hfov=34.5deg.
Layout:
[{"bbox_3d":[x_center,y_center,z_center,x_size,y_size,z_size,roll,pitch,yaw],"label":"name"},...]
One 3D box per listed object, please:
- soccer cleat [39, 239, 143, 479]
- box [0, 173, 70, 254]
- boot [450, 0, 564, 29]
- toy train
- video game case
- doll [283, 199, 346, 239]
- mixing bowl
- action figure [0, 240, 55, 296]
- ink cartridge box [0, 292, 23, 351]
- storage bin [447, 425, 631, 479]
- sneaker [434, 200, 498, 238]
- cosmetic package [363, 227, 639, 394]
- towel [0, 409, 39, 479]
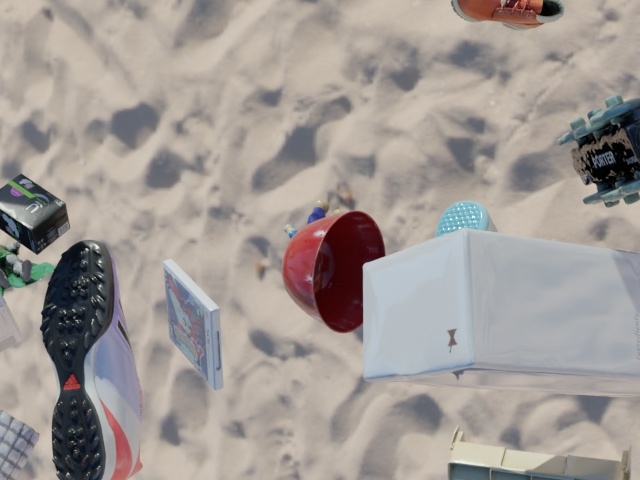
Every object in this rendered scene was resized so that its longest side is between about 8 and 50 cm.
[{"bbox_3d":[-0.286,0.160,1.336,0.108,0.116,0.318,-8,81,26],"label":"soccer cleat"},{"bbox_3d":[-0.374,-0.034,1.320,0.083,0.062,0.052,31,144,20],"label":"box"},{"bbox_3d":[0.248,-0.316,1.362,0.084,0.158,0.059,14,100,58],"label":"boot"},{"bbox_3d":[0.453,-0.139,1.410,0.334,0.190,0.142,107,140,-87],"label":"toy train"},{"bbox_3d":[-0.241,0.157,1.940,0.201,0.023,0.183,39,137,47],"label":"video game case"},{"bbox_3d":[0.000,0.000,1.706,0.046,0.129,0.189,-60,9,29],"label":"doll"},{"bbox_3d":[0.008,0.040,1.522,0.098,0.181,0.181,9,98,37],"label":"mixing bowl"},{"bbox_3d":[-0.547,0.037,1.759,0.232,0.137,0.063,20,123,59],"label":"action figure"},{"bbox_3d":[-0.521,0.022,1.458,0.261,0.066,0.296,58,162,6],"label":"ink cartridge box"},{"bbox_3d":[0.330,0.416,1.561,0.262,0.123,0.260,3,121,20],"label":"storage bin"},{"bbox_3d":[0.273,0.112,1.823,0.127,0.208,0.319,4,67,37],"label":"sneaker"},{"bbox_3d":[0.302,0.107,1.317,0.230,0.453,0.162,-22,65,58],"label":"cosmetic package"},{"bbox_3d":[-0.541,0.287,1.324,0.235,0.283,0.121,-63,8,-22],"label":"towel"}]
